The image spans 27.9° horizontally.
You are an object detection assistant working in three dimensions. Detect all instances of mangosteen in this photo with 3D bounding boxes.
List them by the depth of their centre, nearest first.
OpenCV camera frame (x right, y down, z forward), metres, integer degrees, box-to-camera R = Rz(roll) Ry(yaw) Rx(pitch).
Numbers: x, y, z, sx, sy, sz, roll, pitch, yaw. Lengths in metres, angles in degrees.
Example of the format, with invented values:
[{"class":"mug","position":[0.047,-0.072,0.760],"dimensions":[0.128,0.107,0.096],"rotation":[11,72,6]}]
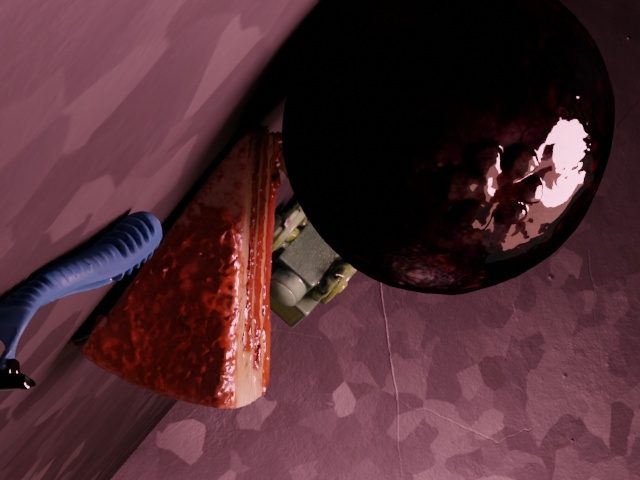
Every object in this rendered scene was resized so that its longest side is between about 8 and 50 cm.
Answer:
[{"class":"mangosteen","position":[0.104,-0.114,1.140],"dimensions":[0.297,0.313,0.297],"rotation":[-14,146,-9]}]

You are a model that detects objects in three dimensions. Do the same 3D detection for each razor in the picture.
[{"class":"razor","position":[-0.169,0.034,0.862],"dimensions":[0.082,0.042,0.253],"rotation":[-6,-162,22]}]

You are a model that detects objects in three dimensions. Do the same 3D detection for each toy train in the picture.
[{"class":"toy train","position":[0.000,0.000,1.971],"dimensions":[0.271,0.159,0.188],"rotation":[-49,-177,-30]}]

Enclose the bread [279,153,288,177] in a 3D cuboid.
[{"class":"bread","position":[0.024,-0.123,1.413],"dimensions":[0.110,0.103,0.156],"rotation":[-66,175,30]}]

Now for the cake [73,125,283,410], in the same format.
[{"class":"cake","position":[-0.077,0.039,1.191],"dimensions":[0.262,0.160,0.158],"rotation":[-52,174,8]}]
